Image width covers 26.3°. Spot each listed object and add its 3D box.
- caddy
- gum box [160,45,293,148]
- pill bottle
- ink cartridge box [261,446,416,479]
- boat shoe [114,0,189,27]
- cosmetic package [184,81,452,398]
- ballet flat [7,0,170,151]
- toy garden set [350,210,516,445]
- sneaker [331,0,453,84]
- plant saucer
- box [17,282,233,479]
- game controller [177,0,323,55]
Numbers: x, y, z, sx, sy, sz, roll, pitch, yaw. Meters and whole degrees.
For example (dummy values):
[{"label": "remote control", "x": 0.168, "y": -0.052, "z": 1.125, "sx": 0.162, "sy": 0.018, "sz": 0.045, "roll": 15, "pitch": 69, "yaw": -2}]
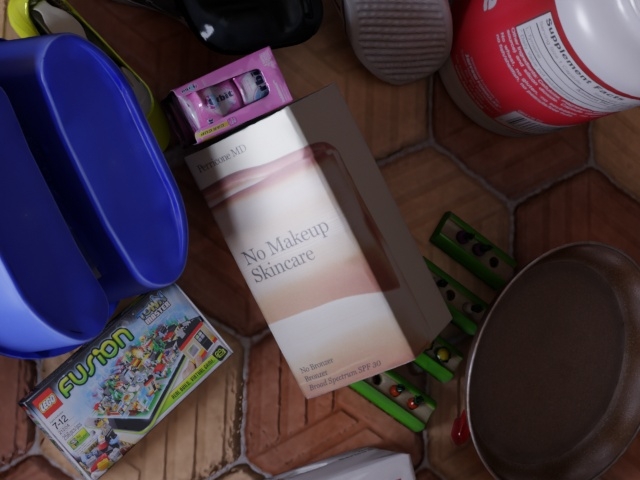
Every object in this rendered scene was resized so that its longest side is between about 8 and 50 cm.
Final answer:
[{"label": "caddy", "x": -0.291, "y": -0.045, "z": 1.360, "sx": 0.241, "sy": 0.179, "sz": 0.341, "roll": -36, "pitch": 110, "yaw": -38}, {"label": "gum box", "x": -0.101, "y": -0.147, "z": 1.434, "sx": 0.107, "sy": 0.188, "sz": 0.062, "roll": -26, "pitch": 96, "yaw": -9}, {"label": "pill bottle", "x": 0.313, "y": -0.255, "z": 1.515, "sx": 0.229, "sy": 0.408, "sz": 0.229, "roll": 3, "pitch": 83, "yaw": -23}, {"label": "ink cartridge box", "x": 0.024, "y": 0.383, "z": 1.484, "sx": 0.198, "sy": 0.115, "sz": 0.272, "roll": -15, "pitch": 91, "yaw": -24}, {"label": "boat shoe", "x": -0.159, "y": -0.277, "z": 1.496, "sx": 0.229, "sy": 0.076, "sz": 0.080, "roll": 29, "pitch": 74, "yaw": -18}, {"label": "cosmetic package", "x": 0.000, "y": 0.000, "z": 1.475, "sx": 0.296, "sy": 0.153, "sz": 0.129, "roll": 62, "pitch": 29, "yaw": -5}, {"label": "ballet flat", "x": -0.241, "y": -0.180, "z": 1.450, "sx": 0.231, "sy": 0.077, "sz": 0.077, "roll": 48, "pitch": 68, "yaw": -12}, {"label": "toy garden set", "x": 0.176, "y": 0.119, "z": 1.613, "sx": 0.204, "sy": 0.049, "sz": 0.244, "roll": 36, "pitch": 72, "yaw": -16}, {"label": "sneaker", "x": 0.056, "y": -0.310, "z": 1.528, "sx": 0.126, "sy": 0.321, "sz": 0.127, "roll": -24, "pitch": 53, "yaw": 9}, {"label": "plant saucer", "x": 0.281, "y": 0.149, "z": 1.616, "sx": 0.311, "sy": 0.050, "sz": 0.310, "roll": -7, "pitch": 104, "yaw": -32}, {"label": "box", "x": -0.205, "y": 0.146, "z": 1.454, "sx": 0.207, "sy": 0.036, "sz": 0.114, "roll": -43, "pitch": 101, "yaw": -21}, {"label": "game controller", "x": -0.117, "y": -0.348, "z": 1.488, "sx": 0.167, "sy": 0.067, "sz": 0.319, "roll": -18, "pitch": 77, "yaw": -28}]
